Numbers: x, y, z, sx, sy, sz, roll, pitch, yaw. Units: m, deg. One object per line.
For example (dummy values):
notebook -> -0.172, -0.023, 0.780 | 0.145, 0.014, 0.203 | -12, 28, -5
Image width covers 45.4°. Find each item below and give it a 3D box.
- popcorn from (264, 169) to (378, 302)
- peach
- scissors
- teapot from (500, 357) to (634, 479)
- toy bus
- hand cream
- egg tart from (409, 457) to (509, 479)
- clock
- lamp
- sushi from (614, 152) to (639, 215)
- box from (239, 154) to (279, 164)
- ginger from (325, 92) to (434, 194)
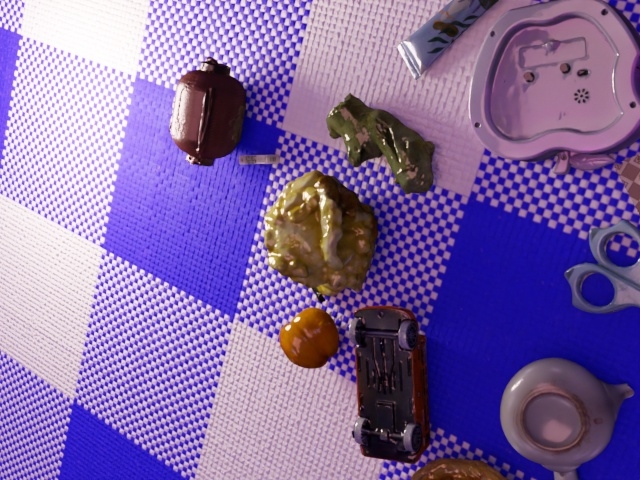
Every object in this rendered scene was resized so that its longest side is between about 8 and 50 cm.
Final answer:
popcorn -> 0.006, -0.006, 1.650 | 0.237, 0.293, 0.293 | -37, 75, 11
peach -> -0.021, 0.228, 1.760 | 0.138, 0.138, 0.138 | 4, 98, 32
scissors -> 0.620, 0.111, 1.381 | 0.360, 0.029, 0.191 | 36, 111, 30
teapot -> 0.444, 0.378, 1.470 | 0.220, 0.149, 0.318 | 21, 105, 20
toy bus -> 0.158, 0.297, 1.641 | 0.143, 0.153, 0.329 | -1, 96, 31
hand cream -> 0.269, -0.443, 1.549 | 0.271, 0.058, 0.091 | -37, 72, 35
egg tart -> 0.307, 0.584, 1.602 | 0.290, 0.115, 0.290 | 2, 94, 31
clock -> 0.442, -0.283, 1.426 | 0.338, 0.102, 0.339 | 4, 98, 32
lamp -> -0.268, -0.305, 1.826 | 0.180, 0.180, 0.258 | 21, 108, 29
sushi -> 0.611, -0.108, 1.383 | 0.120, 0.026, 0.126 | -28, 80, 32
box -> -0.148, -0.194, 1.836 | 0.083, 0.054, 0.024 | 3, 99, 32
ginger -> 0.129, -0.206, 1.646 | 0.290, 0.089, 0.137 | 30, 92, 21
